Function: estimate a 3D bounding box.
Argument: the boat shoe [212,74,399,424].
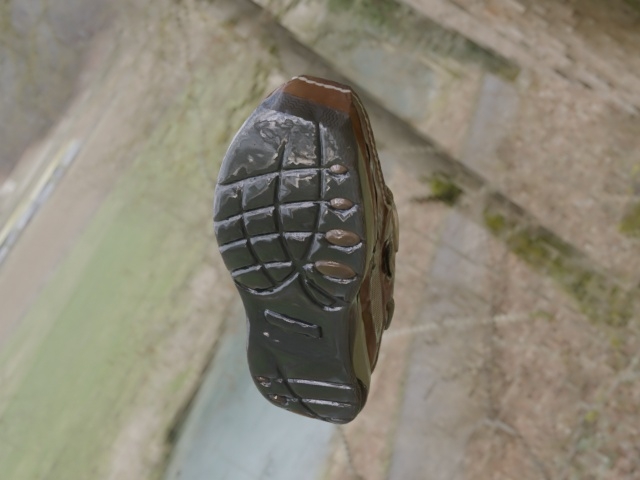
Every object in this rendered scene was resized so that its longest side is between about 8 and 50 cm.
[{"bbox_3d":[0.000,0.000,1.090,0.324,0.122,0.120,91,-156,-48],"label":"boat shoe"}]
